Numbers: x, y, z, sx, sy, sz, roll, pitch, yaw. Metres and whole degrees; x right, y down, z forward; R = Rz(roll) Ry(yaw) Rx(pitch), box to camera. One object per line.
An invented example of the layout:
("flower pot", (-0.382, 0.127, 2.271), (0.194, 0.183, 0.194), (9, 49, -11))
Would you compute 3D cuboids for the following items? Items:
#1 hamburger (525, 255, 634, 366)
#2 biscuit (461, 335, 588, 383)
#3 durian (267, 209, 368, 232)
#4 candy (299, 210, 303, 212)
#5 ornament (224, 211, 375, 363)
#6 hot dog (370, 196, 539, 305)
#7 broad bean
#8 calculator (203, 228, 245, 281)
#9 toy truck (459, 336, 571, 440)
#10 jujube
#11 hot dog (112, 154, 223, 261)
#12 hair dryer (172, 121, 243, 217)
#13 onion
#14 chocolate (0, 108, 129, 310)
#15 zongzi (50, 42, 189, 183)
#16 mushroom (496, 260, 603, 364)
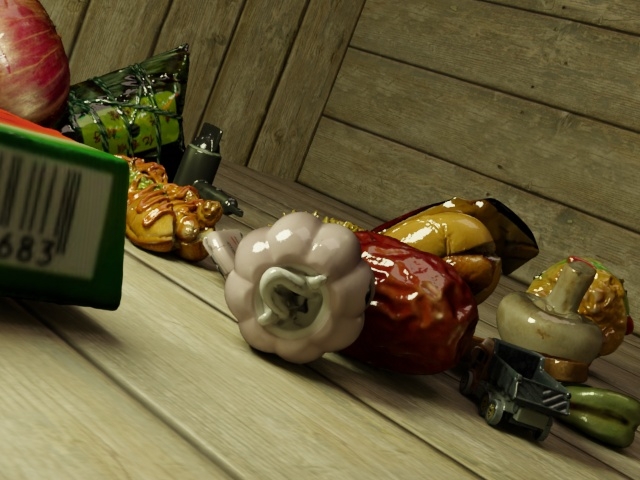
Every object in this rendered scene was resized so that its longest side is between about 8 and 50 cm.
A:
("hamburger", (0.530, 0.150, 1.935), (0.237, 0.237, 0.149), (23, 8, 16))
("biscuit", (0.266, 0.177, 1.453), (0.295, 0.044, 0.186), (11, 1, 43))
("durian", (0.000, 0.001, 1.638), (0.191, 0.112, 0.341), (32, -10, -5))
("candy", (-0.029, -0.004, 2.004), (0.110, 0.085, 0.095), (38, 8, 34))
("ornament", (-0.025, 0.057, 1.093), (0.177, 0.178, 0.177), (21, 6, -2))
("hot dog", (0.144, 0.064, 1.363), (0.194, 0.326, 0.107), (45, 32, -14))
("broad bean", (0.398, 0.249, 1.383), (0.153, 0.072, 0.206), (22, -4, -2))
("calculator", (-0.127, 0.029, 1.431), (0.100, 0.032, 0.175), (57, 10, 3))
("toy truck", (0.252, 0.190, 1.226), (0.083, 0.092, 0.192), (19, 6, -10))
("jujube", (0.081, 0.081, 1.235), (0.250, 0.174, 0.174), (26, 7, 26))
("hot dog", (-0.276, -0.067, 1.544), (0.158, 0.117, 0.349), (17, 8, -31))
("hair dryer", (-0.202, -0.112, 1.832), (0.078, 0.196, 0.248), (15, 10, -40))
("onion", (-0.619, -0.273, 1.550), (0.347, 0.348, 0.385), (25, 42, 29))
("chocolate", (-0.406, -0.067, 0.906), (0.341, 0.162, 0.360), (23, 6, 42))
("zongzi", (-0.420, -0.201, 2.054), (0.383, 0.362, 0.319), (-22, 25, -17))
("mushroom", (0.446, 0.137, 1.777), (0.207, 0.215, 0.207), (21, 14, -6))
